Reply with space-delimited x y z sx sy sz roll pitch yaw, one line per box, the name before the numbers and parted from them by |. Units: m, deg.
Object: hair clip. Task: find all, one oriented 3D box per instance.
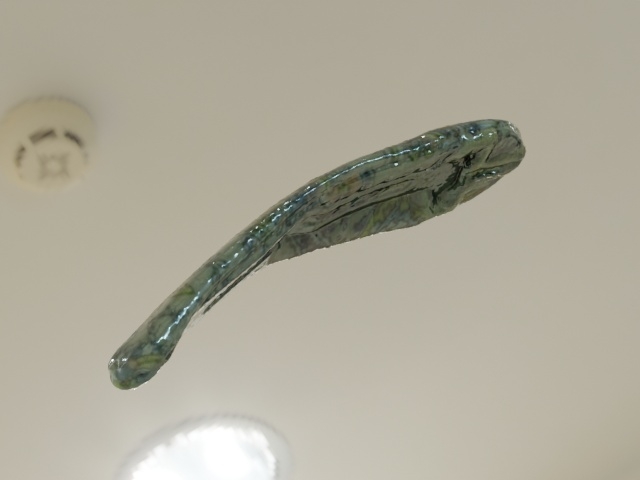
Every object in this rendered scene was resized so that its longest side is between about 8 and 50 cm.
hair clip | -0.001 -0.002 0.726 0.229 0.036 0.066 -29 -14 -37
